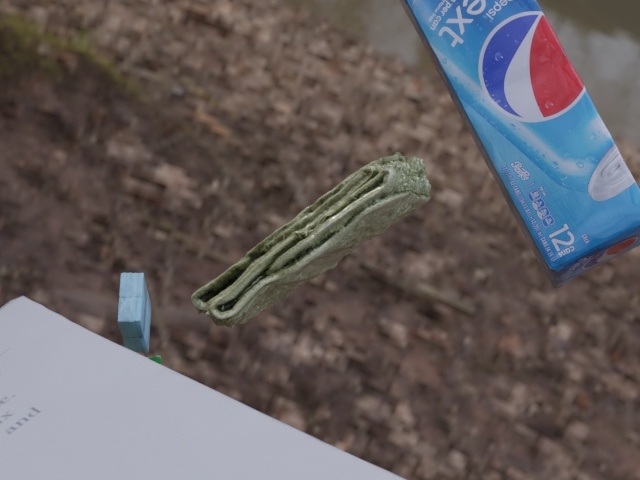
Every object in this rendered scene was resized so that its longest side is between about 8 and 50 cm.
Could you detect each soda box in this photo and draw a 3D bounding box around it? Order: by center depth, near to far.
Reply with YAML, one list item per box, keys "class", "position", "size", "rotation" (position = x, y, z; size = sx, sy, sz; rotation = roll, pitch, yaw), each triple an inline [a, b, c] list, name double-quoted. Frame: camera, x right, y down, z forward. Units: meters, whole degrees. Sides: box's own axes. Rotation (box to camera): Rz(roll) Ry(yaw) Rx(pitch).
- class: "soda box"
  position: [0.113, -0.082, 1.113]
  size: [0.067, 0.071, 0.210]
  rotation: [-28, 77, 2]

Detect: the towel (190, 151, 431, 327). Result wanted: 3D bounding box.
- class: "towel"
  position: [0.000, 0.000, 0.884]
  size: [0.027, 0.110, 0.148]
  rotation: [55, 9, 2]

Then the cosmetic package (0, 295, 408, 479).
- class: "cosmetic package"
  position: [-0.066, 0.145, 0.358]
  size: [0.224, 0.138, 0.224]
  rotation: [-37, 30, -22]

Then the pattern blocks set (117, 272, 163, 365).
- class: "pattern blocks set"
  position: [-0.140, 0.201, 1.416]
  size: [0.026, 0.285, 0.325]
  rotation: [-1, 44, 3]
